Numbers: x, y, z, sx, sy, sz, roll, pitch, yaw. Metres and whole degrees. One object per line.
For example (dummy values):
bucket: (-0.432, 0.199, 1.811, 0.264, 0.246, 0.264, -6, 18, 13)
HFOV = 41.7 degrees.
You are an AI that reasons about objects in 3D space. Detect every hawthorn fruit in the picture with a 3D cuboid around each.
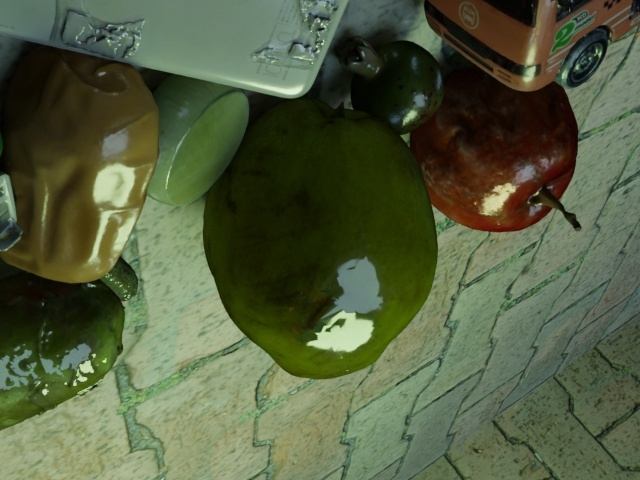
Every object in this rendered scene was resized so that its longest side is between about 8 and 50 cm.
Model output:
hawthorn fruit: (0.255, -0.105, 1.136, 0.242, 0.271, 0.242, -23, 150, -14)

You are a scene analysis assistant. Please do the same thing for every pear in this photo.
pear: (0.000, 0.000, 0.959, 0.269, 0.269, 0.321, -13, 115, -42)

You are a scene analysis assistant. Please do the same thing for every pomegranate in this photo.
pomegranate: (0.078, -0.188, 0.978, 0.142, 0.114, 0.114, 32, 105, -38)

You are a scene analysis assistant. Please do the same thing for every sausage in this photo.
sausage: (-0.223, -0.060, 0.748, 0.120, 0.136, 0.241, -22, 151, -46)

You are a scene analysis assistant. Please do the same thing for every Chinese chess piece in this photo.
Chinese chess piece: (-0.132, -0.104, 0.835, 0.144, 0.058, 0.144, -52, 167, -18)

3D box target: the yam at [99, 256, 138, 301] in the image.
yam: (-0.239, 0.035, 0.951, 0.043, 0.043, 0.094, -40, 151, -4)

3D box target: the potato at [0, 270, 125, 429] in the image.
potato: (-0.340, 0.121, 0.846, 0.298, 0.141, 0.176, -20, 150, -13)

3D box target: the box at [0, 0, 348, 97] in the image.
box: (-0.119, -0.198, 0.655, 0.285, 0.044, 0.142, 9, 130, -22)

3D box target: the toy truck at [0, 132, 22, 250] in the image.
toy truck: (-0.300, -0.086, 0.623, 0.125, 0.101, 0.242, -50, 155, -41)

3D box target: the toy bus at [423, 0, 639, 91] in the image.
toy bus: (0.323, -0.366, 0.933, 0.427, 0.203, 0.233, -36, 147, -14)
